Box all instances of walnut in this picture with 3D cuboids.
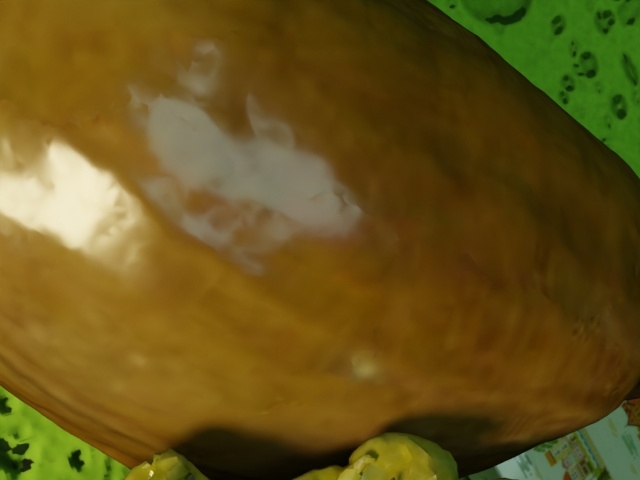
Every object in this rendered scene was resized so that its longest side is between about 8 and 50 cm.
[{"bbox_3d":[0.000,0.000,0.441,0.336,0.209,0.209,23,70,-17],"label":"walnut"}]

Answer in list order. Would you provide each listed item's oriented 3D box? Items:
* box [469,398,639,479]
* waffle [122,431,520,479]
[{"bbox_3d":[0.166,0.072,0.597,0.220,0.032,0.122,-32,94,-28],"label":"box"},{"bbox_3d":[-0.044,0.196,0.382,0.307,0.060,0.312,17,102,-27],"label":"waffle"}]
